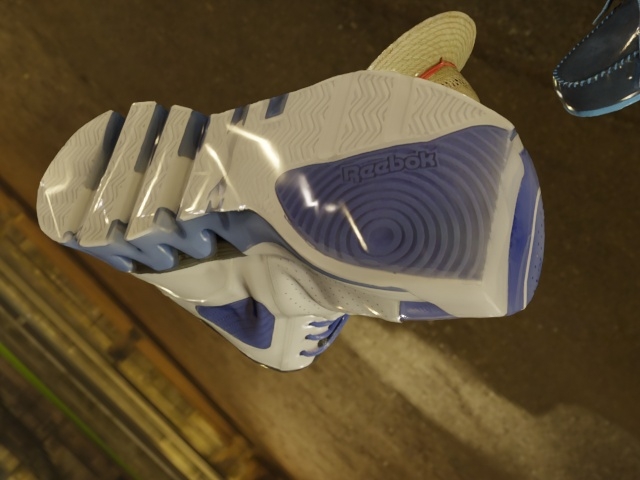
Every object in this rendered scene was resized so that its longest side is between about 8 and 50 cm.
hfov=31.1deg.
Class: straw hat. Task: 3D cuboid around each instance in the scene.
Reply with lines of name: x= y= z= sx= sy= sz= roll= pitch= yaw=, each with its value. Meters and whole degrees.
straw hat: x=0.087 y=-0.104 z=0.878 sx=0.061 sy=0.144 sz=0.144 roll=49 pitch=166 yaw=19

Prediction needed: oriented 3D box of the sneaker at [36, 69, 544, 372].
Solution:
sneaker: x=-0.001 y=0.000 z=0.704 sx=0.315 sy=0.128 sz=0.182 roll=4 pitch=155 yaw=33

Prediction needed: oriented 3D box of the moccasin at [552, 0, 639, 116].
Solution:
moccasin: x=0.380 y=-0.274 z=1.239 sx=0.117 sy=0.342 sz=0.137 roll=54 pitch=173 yaw=-37
